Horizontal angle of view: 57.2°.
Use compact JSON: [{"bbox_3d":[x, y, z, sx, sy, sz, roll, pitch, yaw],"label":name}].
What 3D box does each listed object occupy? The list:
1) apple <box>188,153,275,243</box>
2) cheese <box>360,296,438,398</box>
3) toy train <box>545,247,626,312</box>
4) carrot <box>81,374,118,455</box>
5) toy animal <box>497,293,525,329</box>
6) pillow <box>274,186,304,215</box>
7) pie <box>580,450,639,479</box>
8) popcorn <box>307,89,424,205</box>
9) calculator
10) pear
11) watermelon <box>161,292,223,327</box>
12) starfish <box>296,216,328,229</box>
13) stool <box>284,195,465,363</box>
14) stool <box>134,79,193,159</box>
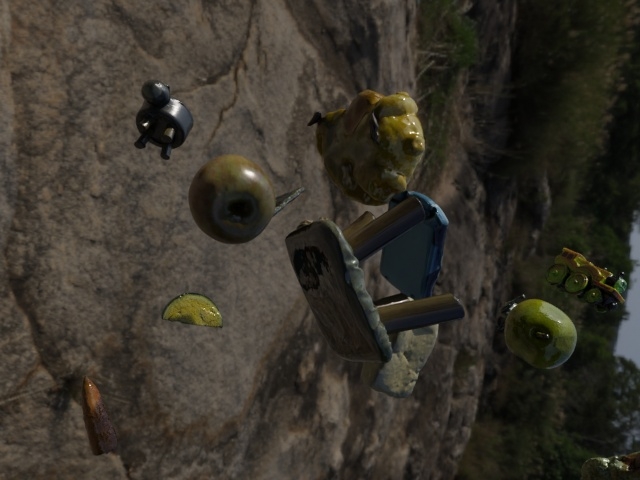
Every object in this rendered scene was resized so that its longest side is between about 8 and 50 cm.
[{"bbox_3d":[-0.265,-0.124,1.728,0.257,0.234,0.257,-10,114,-22],"label":"apple"},{"bbox_3d":[0.210,0.277,1.534,0.159,0.093,0.263,28,89,-39],"label":"cheese"},{"bbox_3d":[0.931,0.140,2.055,0.100,0.296,0.160,38,91,-32],"label":"toy train"},{"bbox_3d":[-0.585,0.450,1.532,0.072,0.072,0.205,-17,94,-63],"label":"carrot"},{"bbox_3d":[0.665,0.254,2.028,0.217,0.176,0.073,26,48,-49],"label":"toy animal"},{"bbox_3d":[-0.185,-0.122,2.287,0.034,0.189,0.255,53,51,-12],"label":"pillow"},{"bbox_3d":[0.771,0.594,1.399,0.257,0.274,0.105,43,38,-17],"label":"pie"},{"bbox_3d":[0.146,-0.247,1.508,0.281,0.316,0.297,11,124,-37],"label":"popcorn"},{"bbox_3d":[0.220,0.020,1.407,0.051,0.173,0.293,-23,133,-34],"label":"calculator"},{"bbox_3d":[0.548,0.236,1.477,0.166,0.180,0.216,-45,157,13],"label":"pear"},{"bbox_3d":[-0.374,0.198,1.701,0.181,0.075,0.092,11,80,-30],"label":"watermelon"},{"bbox_3d":[0.000,0.000,1.853,0.190,0.074,0.146,-14,97,-49],"label":"starfish"},{"bbox_3d":[0.101,0.076,1.241,0.226,0.310,0.310,-25,94,-21],"label":"stool"},{"bbox_3d":[-0.473,-0.347,1.697,0.228,0.153,0.139,59,36,-42],"label":"stool"}]
